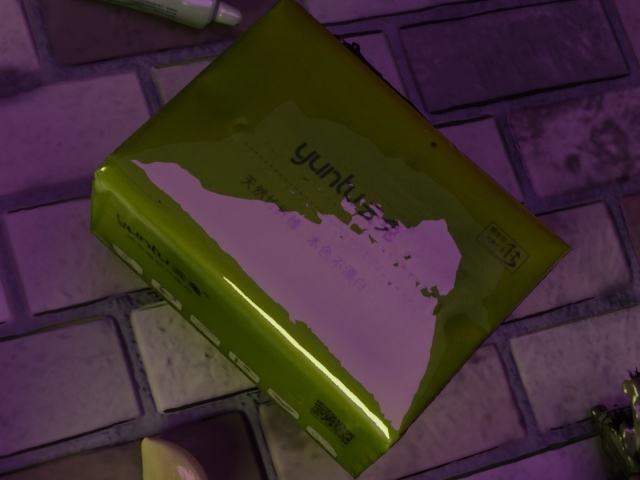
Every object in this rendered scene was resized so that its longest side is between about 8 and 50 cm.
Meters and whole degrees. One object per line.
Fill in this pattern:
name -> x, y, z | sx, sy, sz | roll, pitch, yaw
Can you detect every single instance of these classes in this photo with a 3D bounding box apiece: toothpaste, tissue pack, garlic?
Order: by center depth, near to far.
tissue pack -> 0.000, 0.000, 1.063 | 0.274, 0.167, 0.200 | 43, 70, 5
garlic -> -0.110, 0.190, 1.108 | 0.053, 0.041, 0.083 | 4, 77, -13
toothpaste -> -0.177, -0.222, 1.238 | 0.233, 0.038, 0.060 | 17, 63, -10

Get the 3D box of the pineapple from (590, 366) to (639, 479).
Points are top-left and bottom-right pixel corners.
pineapple -> 0.275, 0.284, 1.158 | 0.175, 0.175, 0.361 | 1, 58, -19

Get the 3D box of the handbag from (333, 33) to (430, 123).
handbag -> -0.001, -0.024, 1.206 | 0.247, 0.080, 0.223 | -40, 82, -23
